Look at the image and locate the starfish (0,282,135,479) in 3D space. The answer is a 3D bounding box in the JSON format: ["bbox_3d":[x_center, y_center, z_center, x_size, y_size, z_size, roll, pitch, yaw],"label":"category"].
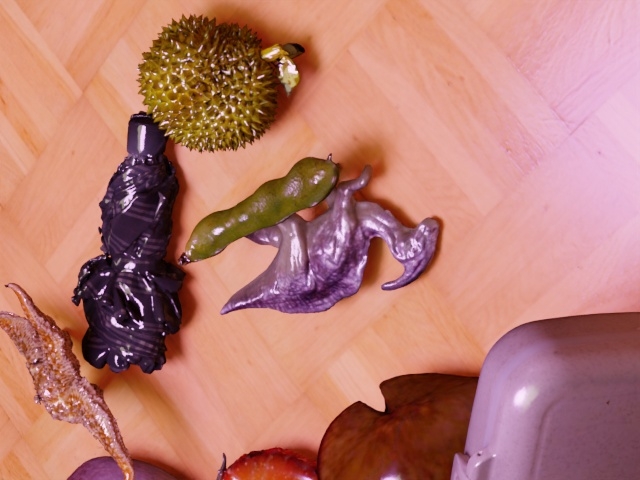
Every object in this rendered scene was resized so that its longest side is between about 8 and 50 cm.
[{"bbox_3d":[-0.355,0.165,1.790,0.301,0.084,0.293,56,170,-17],"label":"starfish"}]

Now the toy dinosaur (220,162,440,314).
[{"bbox_3d":[-0.003,0.000,1.584,0.294,0.077,0.162,-19,83,36],"label":"toy dinosaur"}]

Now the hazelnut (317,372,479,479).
[{"bbox_3d":[0.124,0.255,1.490,0.251,0.217,0.217,-22,89,14],"label":"hazelnut"}]

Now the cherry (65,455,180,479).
[{"bbox_3d":[-0.254,0.396,1.792,0.266,0.213,0.183,63,146,34],"label":"cherry"}]

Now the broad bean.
[{"bbox_3d":[-0.071,-0.035,1.550,0.256,0.053,0.052,-28,103,35],"label":"broad bean"}]

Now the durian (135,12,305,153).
[{"bbox_3d":[-0.127,-0.175,1.584,0.198,0.146,0.159,27,119,32],"label":"durian"}]

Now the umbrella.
[{"bbox_3d":[-0.229,0.012,1.727,0.154,0.128,0.336,30,115,29],"label":"umbrella"}]

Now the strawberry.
[{"bbox_3d":[-0.031,0.324,1.686,0.228,0.098,0.174,-29,68,26],"label":"strawberry"}]

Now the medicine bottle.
[{"bbox_3d":[0.261,0.247,1.340,0.123,0.282,0.375,-121,32,-56],"label":"medicine bottle"}]
